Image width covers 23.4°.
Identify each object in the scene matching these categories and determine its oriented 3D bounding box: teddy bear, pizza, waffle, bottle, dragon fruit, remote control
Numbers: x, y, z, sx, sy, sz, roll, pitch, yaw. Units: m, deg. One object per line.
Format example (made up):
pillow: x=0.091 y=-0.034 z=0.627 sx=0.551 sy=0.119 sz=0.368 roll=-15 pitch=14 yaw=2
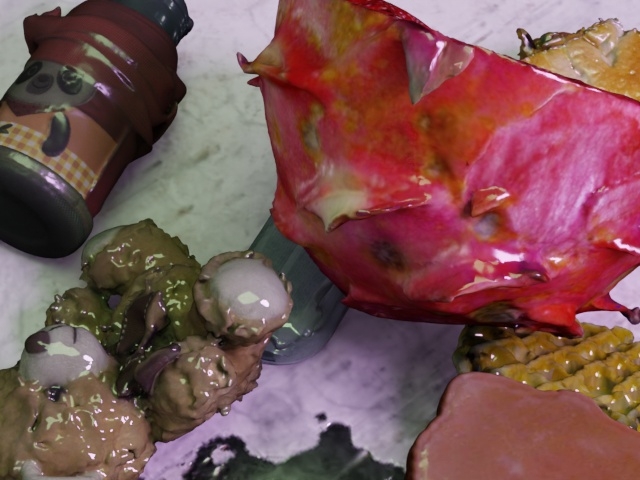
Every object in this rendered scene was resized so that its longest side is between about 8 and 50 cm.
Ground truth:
teddy bear: x=-0.162 y=0.108 z=1.202 sx=0.256 sy=0.156 sz=0.267 roll=-30 pitch=25 yaw=-24
pizza: x=0.249 y=-0.111 z=1.430 sx=0.289 sy=0.081 sz=0.229 roll=16 pitch=63 yaw=4
waffle: x=0.208 y=0.119 z=1.246 sx=0.204 sy=0.054 sz=0.223 roll=9 pitch=20 yaw=-7
bottle: x=-0.211 y=-0.125 z=1.356 sx=0.156 sy=0.143 sz=0.271 roll=35 pitch=59 yaw=-14
dragon fruit: x=0.105 y=-0.049 z=1.193 sx=0.371 sy=0.386 sz=0.249 roll=22 pitch=97 yaw=22
remote control: x=0.000 y=0.000 z=1.351 sx=0.104 sy=0.052 sz=0.247 roll=25 pitch=61 yaw=11

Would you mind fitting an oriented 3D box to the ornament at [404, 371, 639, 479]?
ornament: x=0.138 y=0.234 z=1.112 sx=0.235 sy=0.218 sz=0.221 roll=-28 pitch=64 yaw=-22
